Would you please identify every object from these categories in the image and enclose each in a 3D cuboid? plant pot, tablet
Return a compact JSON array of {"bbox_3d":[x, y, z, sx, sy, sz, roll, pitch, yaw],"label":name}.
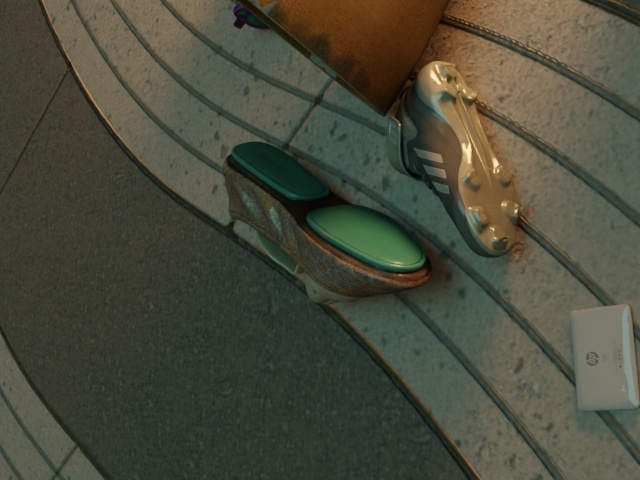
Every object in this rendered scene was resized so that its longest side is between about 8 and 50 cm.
[{"bbox_3d":[0.047,-0.292,0.866,0.254,0.237,0.237,-52,49,6],"label":"plant pot"},{"bbox_3d":[0.230,0.096,0.738,0.054,0.006,0.083,-13,72,43],"label":"tablet"}]

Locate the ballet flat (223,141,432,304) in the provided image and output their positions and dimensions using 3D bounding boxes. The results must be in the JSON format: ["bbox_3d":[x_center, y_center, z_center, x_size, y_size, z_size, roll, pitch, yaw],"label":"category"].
[{"bbox_3d":[0.000,0.000,0.935,0.316,0.107,0.106,41,130,47],"label":"ballet flat"}]

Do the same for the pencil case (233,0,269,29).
[{"bbox_3d":[-0.072,-0.332,1.080,0.070,0.064,0.152,-6,76,27],"label":"pencil case"}]

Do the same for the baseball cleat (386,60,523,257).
[{"bbox_3d":[0.120,-0.064,0.848,0.109,0.072,0.206,-42,50,48],"label":"baseball cleat"}]
